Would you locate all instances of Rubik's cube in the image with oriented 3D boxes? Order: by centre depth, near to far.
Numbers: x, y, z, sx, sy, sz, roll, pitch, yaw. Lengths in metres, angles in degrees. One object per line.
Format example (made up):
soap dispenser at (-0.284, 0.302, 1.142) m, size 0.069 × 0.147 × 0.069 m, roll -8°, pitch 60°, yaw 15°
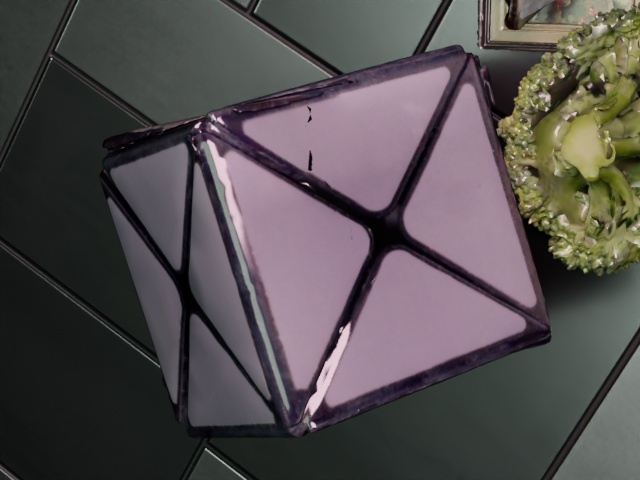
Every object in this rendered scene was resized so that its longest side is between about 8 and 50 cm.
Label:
Rubik's cube at (0.000, 0.000, 1.671) m, size 0.307 × 0.305 × 0.310 m, roll -9°, pitch 99°, yaw 64°

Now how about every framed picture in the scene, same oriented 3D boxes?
framed picture at (0.249, -0.280, 1.717) m, size 0.199 × 0.010 × 0.195 m, roll 5°, pitch 102°, yaw 25°

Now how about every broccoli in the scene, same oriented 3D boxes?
broccoli at (0.271, -0.099, 1.651) m, size 0.198 × 0.176 × 0.226 m, roll 24°, pitch 131°, yaw 8°

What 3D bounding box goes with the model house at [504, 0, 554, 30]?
model house at (0.190, -0.320, 1.688) m, size 0.165 × 0.106 × 0.152 m, roll -43°, pitch 64°, yaw -10°
